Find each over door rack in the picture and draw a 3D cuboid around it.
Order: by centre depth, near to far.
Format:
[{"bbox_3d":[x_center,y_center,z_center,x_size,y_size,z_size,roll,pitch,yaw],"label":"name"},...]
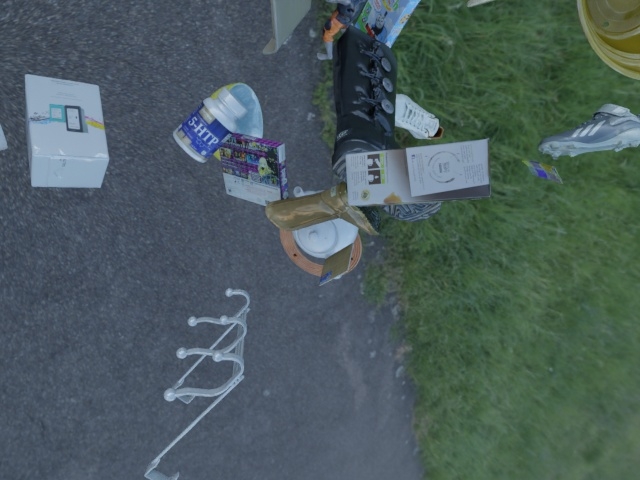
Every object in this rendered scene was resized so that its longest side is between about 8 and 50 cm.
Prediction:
[{"bbox_3d":[-0.253,0.272,0.821,0.108,0.240,0.324,28,107,-16],"label":"over door rack"}]

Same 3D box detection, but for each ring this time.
[{"bbox_3d":[0.000,0.000,1.603,0.032,0.336,0.337,-55,143,-51],"label":"ring"}]

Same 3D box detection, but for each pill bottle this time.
[{"bbox_3d":[-0.288,-0.309,1.099,0.186,0.112,0.112,-43,136,9],"label":"pill bottle"}]

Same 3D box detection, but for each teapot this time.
[{"bbox_3d":[0.005,-0.035,1.391,0.253,0.255,0.187,-66,175,27],"label":"teapot"}]

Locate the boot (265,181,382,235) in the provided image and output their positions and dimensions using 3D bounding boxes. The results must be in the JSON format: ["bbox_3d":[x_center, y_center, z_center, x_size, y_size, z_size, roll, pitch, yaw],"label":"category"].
[{"bbox_3d":[0.015,-0.071,1.201,0.236,0.269,0.089,44,44,-40],"label":"boot"}]

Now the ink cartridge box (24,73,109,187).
[{"bbox_3d":[-0.794,-0.326,1.288,0.197,0.198,0.271,-4,71,-37],"label":"ink cartridge box"}]

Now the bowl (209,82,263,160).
[{"bbox_3d":[-0.341,-0.407,1.475,0.289,0.155,0.290,8,90,-71],"label":"bowl"}]

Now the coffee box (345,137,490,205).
[{"bbox_3d":[0.186,-0.119,0.778,0.141,0.246,0.099,-12,100,-69],"label":"coffee box"}]

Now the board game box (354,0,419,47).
[{"bbox_3d":[0.183,-0.646,1.183,0.039,0.160,0.211,-5,154,-30],"label":"board game box"}]

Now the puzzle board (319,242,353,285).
[{"bbox_3d":[0.046,0.070,1.178,0.011,0.128,0.097,32,49,-23],"label":"puzzle board"}]

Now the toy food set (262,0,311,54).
[{"bbox_3d":[-0.113,-0.715,1.158,0.220,0.092,0.306,-61,168,-25],"label":"toy food set"}]

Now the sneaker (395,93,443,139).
[{"bbox_3d":[0.339,-0.426,1.433,0.290,0.123,0.106,9,101,-48],"label":"sneaker"}]

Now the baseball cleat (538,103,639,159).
[{"bbox_3d":[0.603,-0.247,0.936,0.072,0.205,0.110,47,45,-70],"label":"baseball cleat"}]

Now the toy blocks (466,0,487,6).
[{"bbox_3d":[0.217,-0.365,0.476,0.123,0.054,0.148,-20,113,-12],"label":"toy blocks"}]

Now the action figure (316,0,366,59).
[{"bbox_3d":[0.125,-0.840,1.474,0.341,0.178,0.330,-39,170,-23],"label":"action figure"}]

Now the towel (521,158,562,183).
[{"bbox_3d":[0.486,-0.153,0.907,0.060,0.083,0.009,34,96,-36],"label":"towel"}]

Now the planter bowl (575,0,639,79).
[{"bbox_3d":[0.368,-0.291,0.461,0.216,0.090,0.218,0,108,-1],"label":"planter bowl"}]

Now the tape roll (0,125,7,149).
[{"bbox_3d":[-1.022,-0.443,1.180,0.071,0.391,0.393,-27,125,-34],"label":"tape roll"}]

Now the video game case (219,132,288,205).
[{"bbox_3d":[-0.205,-0.213,1.263,0.042,0.231,0.211,-44,142,-44],"label":"video game case"}]

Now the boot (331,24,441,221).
[{"bbox_3d":[0.176,-0.312,1.114,0.366,0.146,0.446,30,47,-39],"label":"boot"}]
